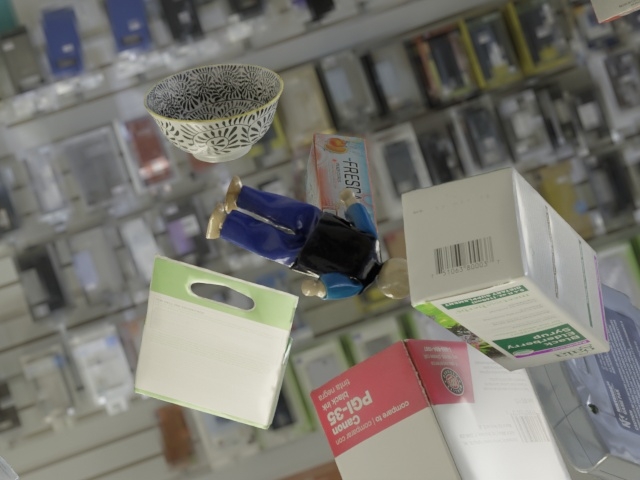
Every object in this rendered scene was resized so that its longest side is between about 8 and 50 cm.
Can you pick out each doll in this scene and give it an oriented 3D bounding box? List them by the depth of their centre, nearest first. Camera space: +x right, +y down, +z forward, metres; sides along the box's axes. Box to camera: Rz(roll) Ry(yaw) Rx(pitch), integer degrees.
[{"bbox_3d":[0.000,0.000,1.334,0.046,0.189,0.129,106,10,-50],"label":"doll"}]

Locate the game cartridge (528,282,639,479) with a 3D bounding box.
[{"bbox_3d":[0.314,0.154,1.650,0.196,0.294,0.060,27,123,-30],"label":"game cartridge"}]

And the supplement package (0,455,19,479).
[{"bbox_3d":[-0.545,0.307,1.850,0.262,0.204,0.145,-37,-174,35],"label":"supplement package"}]

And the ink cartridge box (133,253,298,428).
[{"bbox_3d":[-0.117,0.106,1.711,0.171,0.235,0.056,16,-139,2],"label":"ink cartridge box"}]

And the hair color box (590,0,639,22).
[{"bbox_3d":[0.285,-0.304,1.437,0.093,0.167,0.053,-21,-179,24],"label":"hair color box"}]

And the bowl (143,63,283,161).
[{"bbox_3d":[-0.126,-0.146,1.818,0.170,0.080,0.170,-4,-151,2],"label":"bowl"}]

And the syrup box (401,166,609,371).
[{"bbox_3d":[0.154,0.030,1.207,0.093,0.096,0.237,-13,156,22],"label":"syrup box"}]

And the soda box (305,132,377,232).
[{"bbox_3d":[0.020,-0.038,1.542,0.058,0.063,0.183,7,-145,-8],"label":"soda box"}]

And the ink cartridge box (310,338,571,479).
[{"bbox_3d":[0.133,0.236,1.304,0.117,0.283,0.207,-32,158,28],"label":"ink cartridge box"}]
